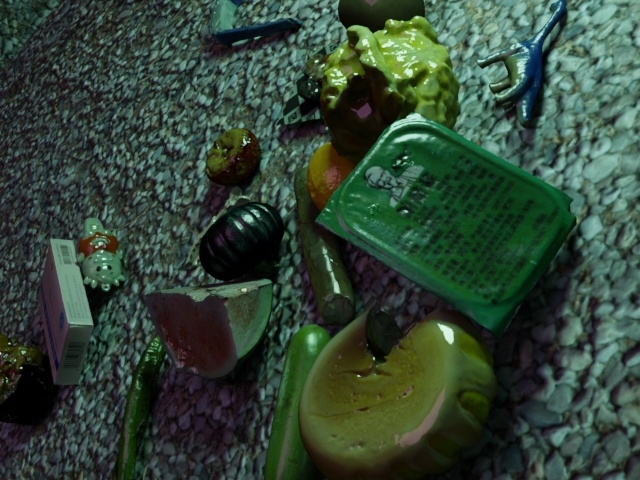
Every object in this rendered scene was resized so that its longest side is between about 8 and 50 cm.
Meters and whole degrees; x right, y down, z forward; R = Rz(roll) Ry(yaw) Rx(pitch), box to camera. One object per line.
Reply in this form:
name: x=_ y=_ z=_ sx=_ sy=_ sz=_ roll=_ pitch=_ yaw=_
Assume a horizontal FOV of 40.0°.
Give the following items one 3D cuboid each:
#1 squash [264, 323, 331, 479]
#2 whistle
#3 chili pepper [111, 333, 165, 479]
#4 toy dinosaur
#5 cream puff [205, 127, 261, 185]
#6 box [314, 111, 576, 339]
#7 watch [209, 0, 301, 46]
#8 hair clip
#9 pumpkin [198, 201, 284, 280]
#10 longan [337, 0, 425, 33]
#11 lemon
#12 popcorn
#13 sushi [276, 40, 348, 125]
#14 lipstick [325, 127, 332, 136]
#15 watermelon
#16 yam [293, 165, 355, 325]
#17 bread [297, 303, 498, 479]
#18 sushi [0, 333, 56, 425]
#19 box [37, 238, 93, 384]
squash: x=-0.035 y=0.320 z=1.515 sx=0.101 sy=0.101 sz=0.379 roll=-12 pitch=56 yaw=41
whistle: x=-0.561 y=0.034 z=2.234 sx=0.106 sy=0.101 sz=0.253 roll=-44 pitch=45 yaw=22
chili pepper: x=-0.380 y=0.347 z=1.883 sx=0.085 sy=0.076 sz=0.359 roll=148 pitch=139 yaw=-64
toy dinosaur: x=0.376 y=-0.300 z=1.507 sx=0.188 sy=0.075 sz=0.248 roll=-32 pitch=40 yaw=19
cream puff: x=-0.196 y=-0.188 z=2.010 sx=0.149 sy=0.084 sz=0.149 roll=-28 pitch=44 yaw=31
box: x=0.199 y=-0.021 z=1.383 sx=0.336 sy=0.106 sz=0.264 roll=32 pitch=68 yaw=19
watch: x=-0.167 y=-0.579 z=2.250 sx=0.274 sy=0.068 sz=0.276 roll=-25 pitch=50 yaw=28
hair clip: x=-0.242 y=-0.030 z=1.998 sx=0.226 sy=0.034 sz=0.072 roll=-49 pitch=37 yaw=15
pumpkin: x=-0.162 y=0.002 z=1.789 sx=0.194 sy=0.194 sz=0.150 roll=-29 pitch=69 yaw=31
longan: x=0.127 y=-0.473 z=1.795 sx=0.189 sy=0.189 sz=0.189 roll=-25 pitch=50 yaw=34
lemon: x=0.041 y=-0.118 z=1.675 sx=0.142 sy=0.142 sz=0.187 roll=-39 pitch=43 yaw=22
popcorn: x=0.114 y=-0.259 z=1.567 sx=0.237 sy=0.293 sz=0.293 roll=-37 pitch=29 yaw=-31
sushi: x=0.004 y=-0.364 z=1.919 sx=0.231 sy=0.047 sz=0.220 roll=-2 pitch=58 yaw=45
lipstick: x=0.044 y=-0.271 z=1.860 sx=0.025 sy=0.025 sz=0.107 roll=4 pitch=64 yaw=47
watermelon: x=-0.223 y=0.151 z=1.752 sx=0.305 sy=0.180 sz=0.224 roll=-3 pitch=50 yaw=47
yam: x=0.000 y=0.000 z=1.699 sx=0.083 sy=0.083 sz=0.372 roll=-37 pitch=43 yaw=24
bread: x=0.117 y=0.252 z=1.348 sx=0.333 sy=0.160 sz=0.333 roll=-28 pitch=42 yaw=29
sushi: x=-0.783 y=0.340 z=2.194 sx=0.213 sy=0.204 sz=0.200 roll=-13 pitch=53 yaw=35
box: x=-0.644 y=0.173 z=2.204 sx=0.343 sy=0.065 sz=0.200 roll=59 pitch=136 yaw=47
